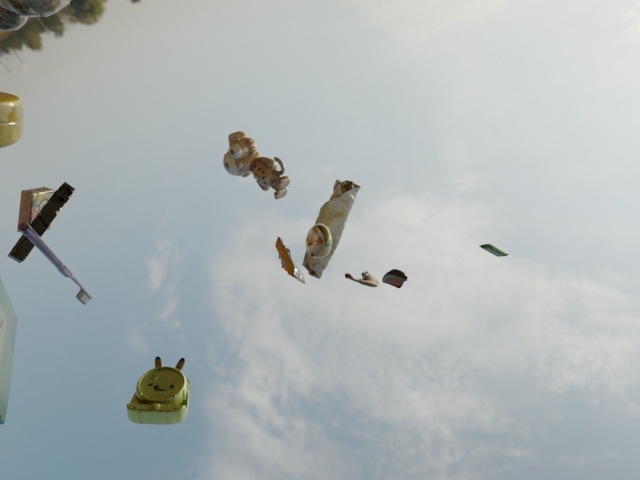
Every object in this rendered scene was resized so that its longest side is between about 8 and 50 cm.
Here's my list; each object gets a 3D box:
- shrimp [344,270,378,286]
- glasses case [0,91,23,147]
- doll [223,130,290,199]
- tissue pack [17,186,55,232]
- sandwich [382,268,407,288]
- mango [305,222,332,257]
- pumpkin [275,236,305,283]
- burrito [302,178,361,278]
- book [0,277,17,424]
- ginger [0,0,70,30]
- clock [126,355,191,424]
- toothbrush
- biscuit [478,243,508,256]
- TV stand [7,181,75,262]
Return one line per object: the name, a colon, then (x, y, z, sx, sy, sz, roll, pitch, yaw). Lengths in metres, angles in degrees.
shrimp: (0.143, 0.136, 1.904, 0.124, 0.034, 0.178, 12, -168, -9)
glasses case: (-0.900, -0.287, 1.231, 0.371, 0.141, 0.173, -6, -156, -44)
doll: (-0.213, -0.250, 1.740, 0.278, 0.154, 0.119, 33, -137, 26)
tissue pack: (-0.953, -0.101, 1.760, 0.060, 0.148, 0.108, 17, -164, 10)
sandwich: (0.243, 0.125, 1.721, 0.026, 0.069, 0.101, -55, 175, -31)
mango: (0.000, 0.000, 1.512, 0.066, 0.101, 0.187, 3, 173, -12)
pumpkin: (-0.070, 0.048, 1.118, 0.035, 0.073, 0.101, -27, -113, 0)
burrito: (0.027, -0.039, 1.913, 0.076, 0.117, 0.392, -111, -139, -64)
book: (-0.588, 0.101, 0.891, 0.031, 0.380, 0.264, -8, -140, -17)
ginger: (-0.760, -0.656, 1.264, 0.255, 0.177, 0.375, -13, 172, -11)
clock: (-0.477, 0.445, 1.585, 0.169, 0.069, 0.232, 2, -149, -5)
toothbrush: (-0.554, 0.062, 1.115, 0.024, 0.354, 0.029, 23, -117, 9)
biscuit: (0.540, 0.032, 1.633, 0.046, 0.089, 0.016, -13, -127, 66)
TV stand: (-0.682, -0.046, 1.287, 0.042, 0.036, 0.249, -27, -145, 35)
